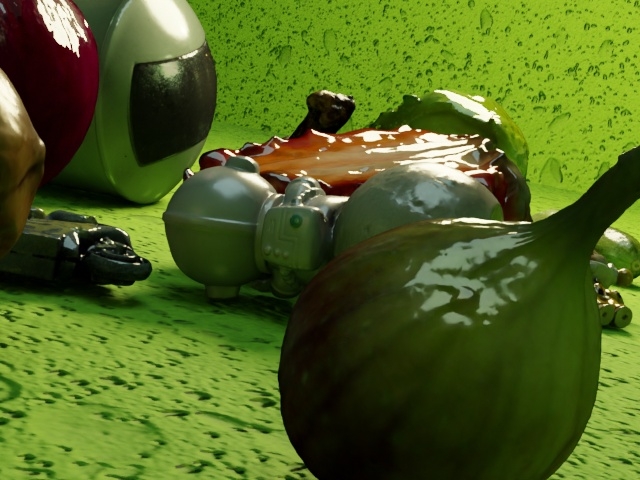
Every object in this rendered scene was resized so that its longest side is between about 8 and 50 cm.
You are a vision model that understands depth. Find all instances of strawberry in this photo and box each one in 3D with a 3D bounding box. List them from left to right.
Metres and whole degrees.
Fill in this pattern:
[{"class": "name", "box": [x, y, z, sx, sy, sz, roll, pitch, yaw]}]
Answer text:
[{"class": "strawberry", "box": [0.034, -0.019, 1.162, 0.336, 0.149, 0.265, -5, 18, -17]}]

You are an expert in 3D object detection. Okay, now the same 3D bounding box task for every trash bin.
[{"class": "trash bin", "box": [-0.349, -0.204, 1.554, 0.431, 0.281, 0.280, 8, 7, 18]}]

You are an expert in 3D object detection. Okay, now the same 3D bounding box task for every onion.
[{"class": "onion", "box": [-0.353, -0.165, 1.198, 0.260, 0.282, 0.336, 9, 7, 26]}]

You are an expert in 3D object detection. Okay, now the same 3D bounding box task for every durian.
[{"class": "durian", "box": [0.137, -0.086, 1.490, 0.255, 0.205, 0.339, -2, 8, 14]}]

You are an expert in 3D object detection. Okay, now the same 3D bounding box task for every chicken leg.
[{"class": "chicken leg", "box": [-0.021, -0.099, 1.562, 0.096, 0.158, 0.407, 50, -9, 6]}]

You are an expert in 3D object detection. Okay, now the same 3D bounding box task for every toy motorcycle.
[{"class": "toy motorcycle", "box": [-0.225, 0.002, 0.962, 0.193, 0.061, 0.124, 10, 8, 2]}]

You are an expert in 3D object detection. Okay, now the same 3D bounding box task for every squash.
[{"class": "squash", "box": [0.334, 0.002, 1.540, 0.069, 0.069, 0.239, 5, 9, -26]}]

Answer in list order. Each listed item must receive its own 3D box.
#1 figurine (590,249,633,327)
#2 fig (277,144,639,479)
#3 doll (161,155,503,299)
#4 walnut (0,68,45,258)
[{"class": "figurine", "box": [0.271, 0.047, 1.197, 0.101, 0.068, 0.143, -2, 25, -36]}, {"class": "fig", "box": [0.091, 0.049, 0.565, 0.230, 0.143, 0.160, -20, -15, 33]}, {"class": "doll", "box": [0.000, 0.000, 0.962, 0.287, 0.151, 0.151, 7, 7, 19]}, {"class": "walnut", "box": [-0.337, -0.050, 0.705, 0.336, 0.209, 0.209, 9, 8, -14]}]
